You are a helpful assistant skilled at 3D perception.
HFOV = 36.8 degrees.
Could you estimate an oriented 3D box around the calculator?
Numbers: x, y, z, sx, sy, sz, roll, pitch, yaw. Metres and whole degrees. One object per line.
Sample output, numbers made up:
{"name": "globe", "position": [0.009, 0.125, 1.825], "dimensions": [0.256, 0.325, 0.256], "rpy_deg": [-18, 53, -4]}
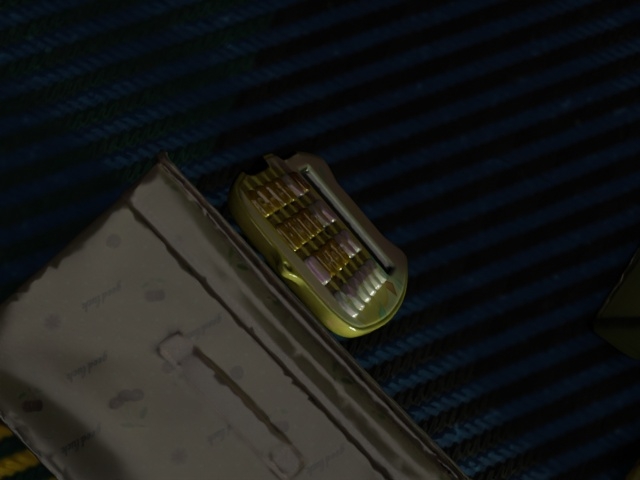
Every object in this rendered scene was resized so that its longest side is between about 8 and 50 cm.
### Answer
{"name": "calculator", "position": [0.000, 0.000, 0.731], "dimensions": [0.033, 0.236, 0.157], "rpy_deg": [-40, 89, 17]}

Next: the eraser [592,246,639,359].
{"name": "eraser", "position": [0.316, 0.021, 0.819], "dimensions": [0.058, 0.117, 0.172], "rpy_deg": [38, 78, -6]}

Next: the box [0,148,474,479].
{"name": "box", "position": [-0.082, 0.126, 0.689], "dimensions": [0.190, 0.225, 0.297], "rpy_deg": [-42, 88, -12]}

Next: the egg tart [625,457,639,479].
{"name": "egg tart", "position": [0.354, 0.255, 0.759], "dimensions": [0.232, 0.098, 0.252], "rpy_deg": [2, 106, 23]}
